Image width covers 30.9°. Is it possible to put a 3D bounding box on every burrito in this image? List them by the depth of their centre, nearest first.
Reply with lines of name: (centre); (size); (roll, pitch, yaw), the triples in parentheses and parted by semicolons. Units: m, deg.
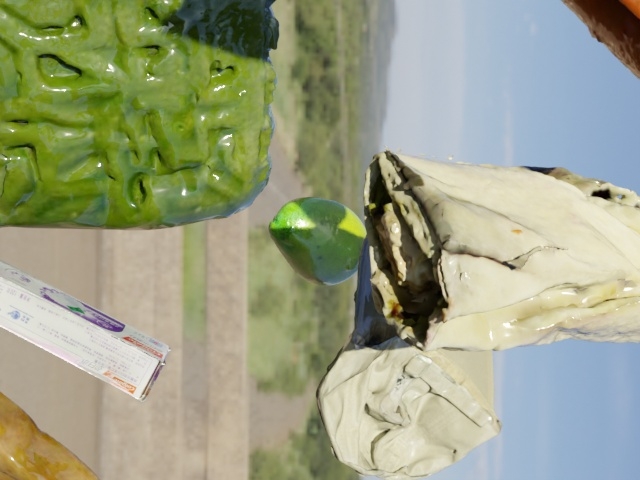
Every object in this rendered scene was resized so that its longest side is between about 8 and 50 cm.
burrito: (0.209, 0.021, 1.032); (0.190, 0.331, 0.135); (-118, -142, -54)

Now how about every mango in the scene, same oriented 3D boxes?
mango: (0.001, 0.000, 1.665); (0.178, 0.100, 0.119); (31, 81, -45)

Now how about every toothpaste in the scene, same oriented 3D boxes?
toothpaste: (-0.200, 0.050, 0.807); (0.040, 0.196, 0.047); (-61, -173, 8)

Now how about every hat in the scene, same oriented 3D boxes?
hat: (0.080, 0.125, 1.240); (0.149, 0.214, 0.245); (-43, -152, 26)

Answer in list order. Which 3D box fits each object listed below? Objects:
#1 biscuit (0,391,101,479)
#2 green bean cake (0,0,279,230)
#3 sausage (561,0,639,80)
biscuit: (-0.309, 0.243, 1.136); (0.074, 0.381, 0.359); (-51, 141, -32)
green bean cake: (-0.199, -0.174, 1.153); (0.218, 0.319, 0.335); (-110, -165, -50)
sausage: (0.235, -0.213, 0.917); (0.330, 0.102, 0.102); (58, -18, 33)
